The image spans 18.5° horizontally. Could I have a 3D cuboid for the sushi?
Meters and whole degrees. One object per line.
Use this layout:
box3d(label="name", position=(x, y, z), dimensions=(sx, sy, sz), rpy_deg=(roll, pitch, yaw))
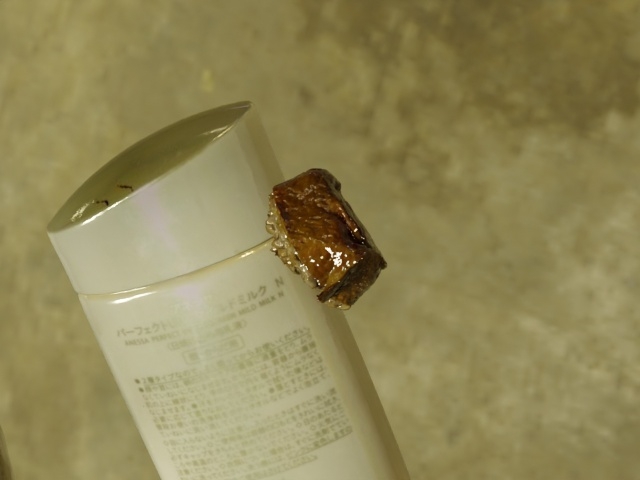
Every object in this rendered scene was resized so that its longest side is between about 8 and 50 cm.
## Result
box3d(label="sushi", position=(0.000, 0.000, 1.131), dimensions=(0.055, 0.052, 0.120), rpy_deg=(-33, 43, 1))

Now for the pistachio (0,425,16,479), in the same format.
box3d(label="pistachio", position=(-0.385, 0.304, 1.831), dimensions=(0.365, 0.281, 0.445), rpy_deg=(51, 140, 38))

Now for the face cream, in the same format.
box3d(label="face cream", position=(-0.064, 0.080, 1.395), dimensions=(0.173, 0.348, 0.081), rpy_deg=(-18, 23, 11))
